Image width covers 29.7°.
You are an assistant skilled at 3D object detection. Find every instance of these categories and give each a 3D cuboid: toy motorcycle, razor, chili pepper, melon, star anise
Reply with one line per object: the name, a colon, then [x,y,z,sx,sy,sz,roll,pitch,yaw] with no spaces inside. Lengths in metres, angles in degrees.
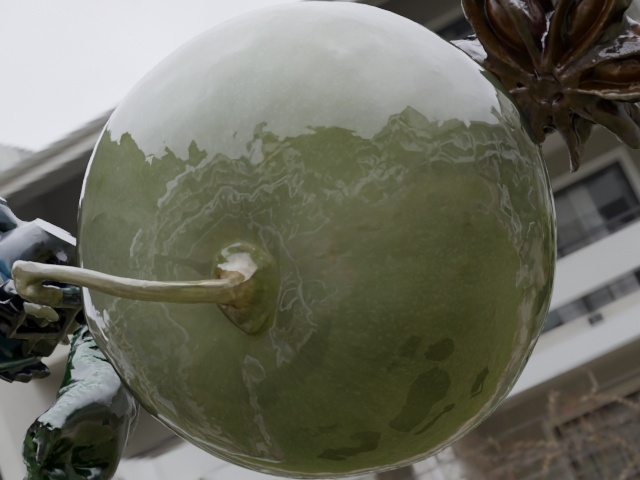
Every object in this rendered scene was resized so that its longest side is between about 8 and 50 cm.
toy motorcycle: [-0.338,0.022,1.213,0.172,0.232,0.416,-58,-20,10]
razor: [-0.237,0.059,1.169,0.044,0.028,0.154,-11,-17,25]
chili pepper: [-0.159,0.126,0.826,0.061,0.098,0.224,-1,20,-1]
melon: [0.003,-0.004,0.656,0.272,0.271,0.308,-27,23,11]
star anise: [0.195,-0.166,1.005,0.214,0.220,0.099,-55,-7,30]
